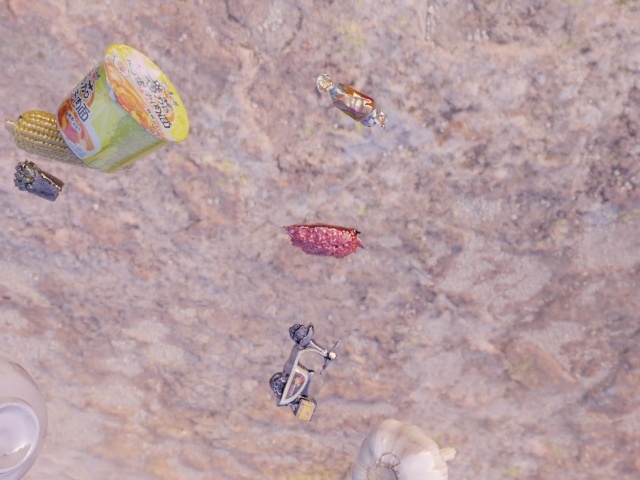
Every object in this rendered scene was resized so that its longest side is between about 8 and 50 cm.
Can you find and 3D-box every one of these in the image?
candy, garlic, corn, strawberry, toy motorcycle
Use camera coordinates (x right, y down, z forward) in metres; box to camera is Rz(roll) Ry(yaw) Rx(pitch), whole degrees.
[{"bbox_3d":[0.069,-0.269,1.303,0.182,0.053,0.046,26,165,-27],"label":"candy"},{"bbox_3d":[0.185,0.439,1.308,0.226,0.199,0.199,-5,149,-48],"label":"garlic"},{"bbox_3d":[-0.629,-0.249,1.683,0.322,0.119,0.119,14,135,-24],"label":"corn"},{"bbox_3d":[0.008,0.001,1.883,0.174,0.098,0.228,8,-177,36],"label":"strawberry"},{"bbox_3d":[-0.049,0.363,1.883,0.157,0.263,0.091,21,178,-13],"label":"toy motorcycle"}]

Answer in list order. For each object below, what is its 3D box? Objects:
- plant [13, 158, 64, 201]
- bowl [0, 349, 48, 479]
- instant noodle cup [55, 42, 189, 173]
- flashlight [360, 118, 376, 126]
[{"bbox_3d":[-0.831,-0.174,1.947,0.143,0.094,0.092,29,93,-20],"label":"plant"},{"bbox_3d":[-0.687,0.395,1.372,0.157,0.345,0.345,-4,145,34],"label":"bowl"},{"bbox_3d":[-0.466,-0.293,1.543,0.200,0.264,0.264,-29,134,22],"label":"instant noodle cup"},{"bbox_3d":[0.095,-0.280,1.480,0.057,0.035,0.121,18,176,30],"label":"flashlight"}]
